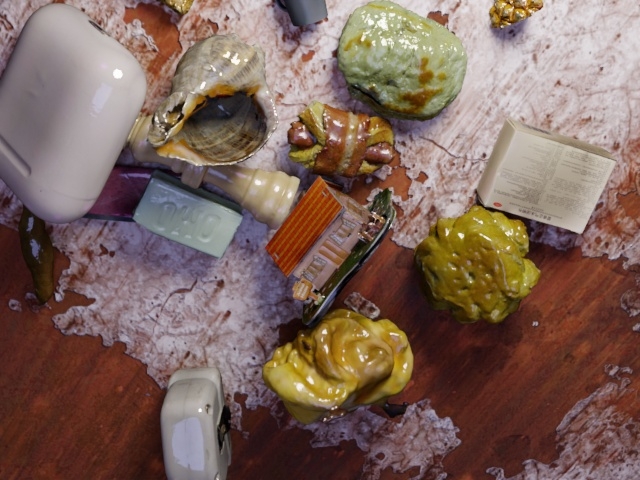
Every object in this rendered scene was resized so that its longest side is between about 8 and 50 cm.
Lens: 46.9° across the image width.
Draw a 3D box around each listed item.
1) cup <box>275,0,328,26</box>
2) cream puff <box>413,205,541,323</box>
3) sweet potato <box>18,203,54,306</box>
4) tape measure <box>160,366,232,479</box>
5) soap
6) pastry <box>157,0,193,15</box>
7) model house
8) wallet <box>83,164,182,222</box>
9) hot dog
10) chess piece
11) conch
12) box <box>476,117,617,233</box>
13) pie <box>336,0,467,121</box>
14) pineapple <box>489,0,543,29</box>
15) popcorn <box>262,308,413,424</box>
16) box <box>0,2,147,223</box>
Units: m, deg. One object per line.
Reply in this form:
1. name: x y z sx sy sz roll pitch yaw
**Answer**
1. cup: -0.038 -0.433 1.330 0.100 0.078 0.077 5 124 35
2. cream puff: 0.310 0.051 1.467 0.196 0.244 0.244 -23 117 -29
3. sweet potato: -0.588 0.029 1.531 0.067 0.067 0.274 3 119 -2
4. tape measure: -0.263 0.424 1.610 0.130 0.265 0.258 -4 106 -1
5. soap: -0.264 -0.051 1.470 0.198 0.063 0.115 23 111 -17
6. pastry: -0.285 -0.470 1.316 0.140 0.056 0.080 30 99 -10
7. model house: 0.001 -0.001 1.443 0.154 0.207 0.294 34 109 -10
8. wallet: -0.371 -0.093 1.498 0.232 0.025 0.119 4 113 -3
9. hot dog: 0.040 -0.186 1.416 0.213 0.103 0.146 8 114 -4
10. chess piece: -0.238 -0.152 1.430 0.397 0.117 0.117 25 111 -8
11. conch: -0.195 -0.246 1.349 0.291 0.159 0.210 -45 110 -14
12. box: 0.439 -0.125 1.448 0.212 0.095 0.168 16 111 -6
13. pie: 0.145 -0.319 1.365 0.248 0.090 0.201 23 114 -6
14. pineapple: 0.355 -0.446 1.333 0.077 0.114 0.114 -17 99 -32
15. popcorn: 0.041 0.254 1.540 0.297 0.281 0.316 -23 151 4
16. box: -0.468 -0.227 1.327 0.288 0.141 0.349 41 111 23
